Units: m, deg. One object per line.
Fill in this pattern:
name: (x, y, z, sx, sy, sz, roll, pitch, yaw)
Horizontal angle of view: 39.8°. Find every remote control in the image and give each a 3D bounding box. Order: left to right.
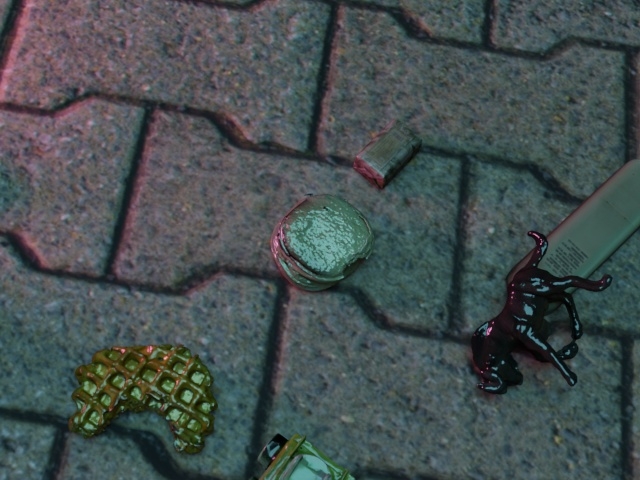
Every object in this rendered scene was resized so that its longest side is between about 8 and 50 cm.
remote control: (0.402, -0.011, 1.310, 0.309, 0.038, 0.090, -41, 76, -17)

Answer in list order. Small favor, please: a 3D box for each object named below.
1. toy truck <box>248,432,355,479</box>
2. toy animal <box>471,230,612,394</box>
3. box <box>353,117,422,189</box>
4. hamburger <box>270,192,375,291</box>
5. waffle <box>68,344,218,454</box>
toy truck: (-0.074, 0.359, 1.076, 0.128, 0.135, 0.260, 36, 73, 11)
toy animal: (0.293, 0.106, 1.204, 0.148, 0.084, 0.233, 19, 87, 5)
box: (0.102, -0.131, 1.334, 0.062, 0.045, 0.098, 42, 72, 12)
hamburger: (0.000, 0.000, 1.265, 0.140, 0.062, 0.133, -27, 74, -16)
waffle: (-0.233, 0.209, 1.169, 0.194, 0.051, 0.149, -1, 67, -5)
